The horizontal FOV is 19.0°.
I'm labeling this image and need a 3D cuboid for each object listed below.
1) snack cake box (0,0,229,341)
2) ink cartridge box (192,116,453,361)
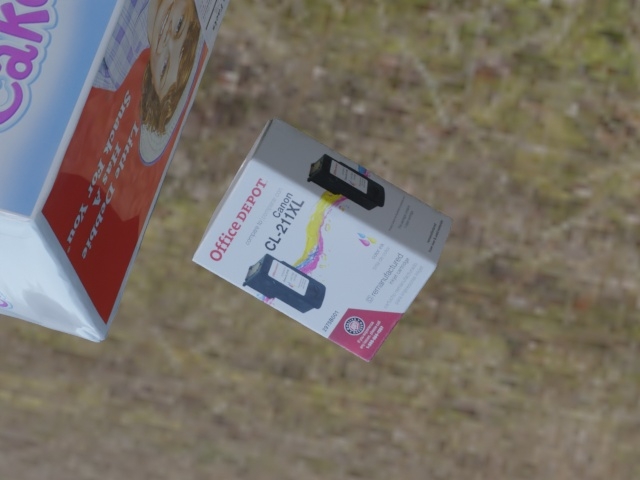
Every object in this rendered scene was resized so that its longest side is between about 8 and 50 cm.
[{"bbox_3d":[-0.108,-0.106,0.878,0.089,0.264,0.152,15,160,9],"label":"snack cake box"},{"bbox_3d":[0.000,0.000,1.577,0.175,0.072,0.127,30,128,-4],"label":"ink cartridge box"}]
